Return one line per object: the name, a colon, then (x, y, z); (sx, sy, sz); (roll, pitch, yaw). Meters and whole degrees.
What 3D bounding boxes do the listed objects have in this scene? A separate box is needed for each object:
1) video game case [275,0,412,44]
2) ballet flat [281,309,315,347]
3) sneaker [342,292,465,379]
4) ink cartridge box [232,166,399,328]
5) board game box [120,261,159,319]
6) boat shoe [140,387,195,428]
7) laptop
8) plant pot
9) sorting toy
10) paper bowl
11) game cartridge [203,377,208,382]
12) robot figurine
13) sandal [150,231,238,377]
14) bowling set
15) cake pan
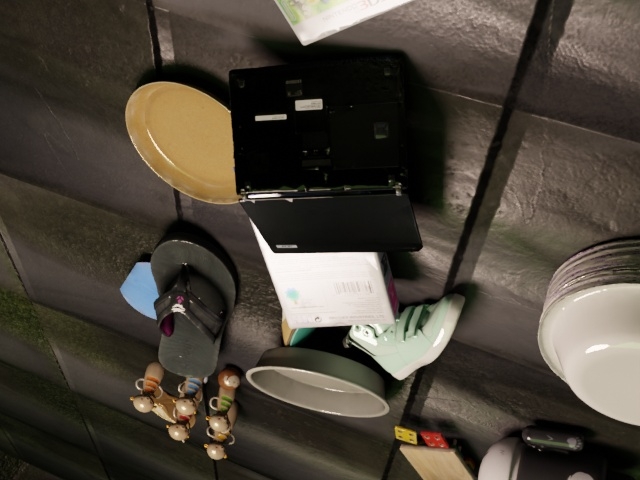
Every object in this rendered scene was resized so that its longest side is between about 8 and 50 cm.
video game case: (0.000, -0.337, 0.777); (0.193, 0.023, 0.212); (-10, 128, 39)
ballet flat: (-0.031, 0.119, 1.290); (0.073, 0.080, 0.232); (50, 143, 18)
sneaker: (0.130, 0.140, 1.183); (0.151, 0.094, 0.256); (33, 141, -1)
ink cartridge box: (0.000, 0.000, 1.080); (0.186, 0.065, 0.311); (-5, 125, 20)
board game box: (-0.338, 0.098, 1.466); (0.133, 0.033, 0.168); (32, 130, -12)
boat shoe: (-0.413, 0.454, 1.899); (0.170, 0.063, 0.059); (37, 145, 5)
laptop: (0.013, -0.104, 0.960); (0.234, 0.136, 0.264); (-2, 97, 16)
plant pot: (-0.193, -0.155, 1.095); (0.236, 0.032, 0.236); (16, 141, 14)
sorting toy: (0.257, 0.466, 1.510); (0.132, 0.046, 0.274); (-8, 130, 38)
paper bowl: (0.444, 0.144, 0.953); (0.284, 0.148, 0.284); (17, 140, 15)
game cartridge: (-0.315, 0.322, 1.722); (0.083, 0.017, 0.056); (23, 146, 7)
robot figurine: (0.437, 0.466, 1.305); (0.278, 0.209, 0.173); (6, 159, 25)
sandal: (-0.258, 0.164, 1.407); (0.168, 0.107, 0.445); (9, 135, 0)
bowling set: (-0.281, 0.379, 1.634); (0.287, 0.154, 0.200); (31, 137, -21)
cake pan: (-0.001, 0.283, 1.398); (0.293, 0.054, 0.293); (12, 154, 6)
